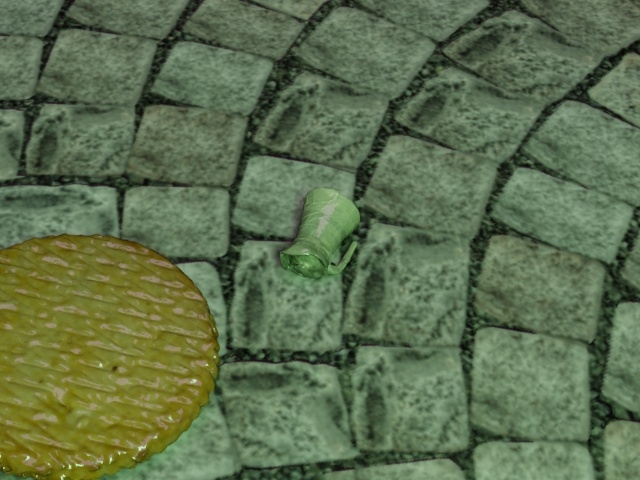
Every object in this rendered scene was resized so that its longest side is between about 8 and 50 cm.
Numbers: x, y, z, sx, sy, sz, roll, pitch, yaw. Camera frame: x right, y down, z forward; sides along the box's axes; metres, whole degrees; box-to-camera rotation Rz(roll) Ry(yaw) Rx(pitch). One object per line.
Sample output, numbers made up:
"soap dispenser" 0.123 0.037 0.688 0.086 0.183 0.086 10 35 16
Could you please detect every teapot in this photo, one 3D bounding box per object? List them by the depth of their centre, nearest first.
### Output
"teapot" 0.000 0.000 1.079 0.067 0.057 0.083 38 55 -12

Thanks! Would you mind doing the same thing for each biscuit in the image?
"biscuit" -0.208 0.092 0.980 0.253 0.035 0.254 3 49 -3
